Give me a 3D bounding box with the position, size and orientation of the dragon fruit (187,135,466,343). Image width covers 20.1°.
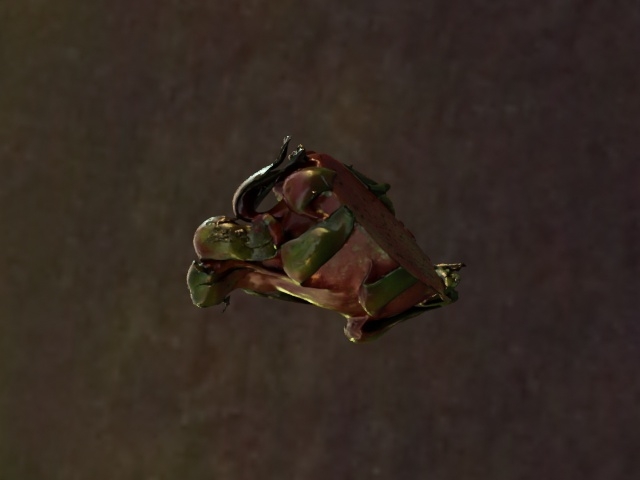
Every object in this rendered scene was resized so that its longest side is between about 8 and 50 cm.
[{"bbox_3d":[0.000,0.000,1.153,0.138,0.175,0.142,-98,-8,-83],"label":"dragon fruit"}]
